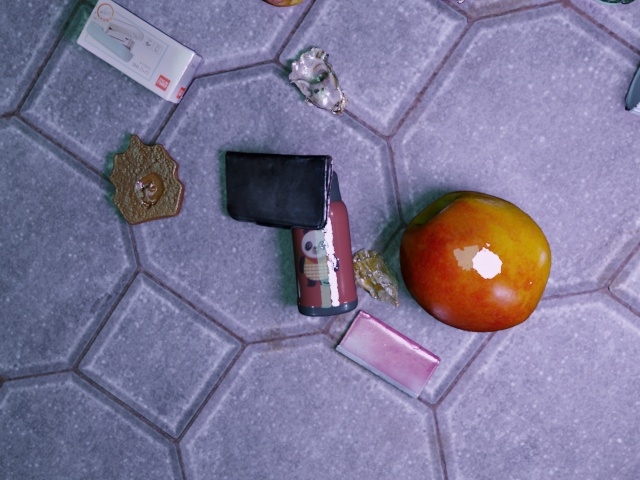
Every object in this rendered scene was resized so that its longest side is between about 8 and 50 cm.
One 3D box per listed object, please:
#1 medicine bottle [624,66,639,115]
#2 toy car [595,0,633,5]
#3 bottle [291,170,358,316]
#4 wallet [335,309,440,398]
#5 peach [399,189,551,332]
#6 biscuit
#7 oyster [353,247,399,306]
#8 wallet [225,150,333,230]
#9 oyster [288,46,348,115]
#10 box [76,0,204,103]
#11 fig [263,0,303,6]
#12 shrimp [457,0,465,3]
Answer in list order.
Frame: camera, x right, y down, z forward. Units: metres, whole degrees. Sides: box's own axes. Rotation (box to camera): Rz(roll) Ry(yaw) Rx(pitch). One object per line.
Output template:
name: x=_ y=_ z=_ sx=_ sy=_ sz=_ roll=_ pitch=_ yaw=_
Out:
medicine bottle: x=0.830 y=-0.290 z=1.352 sx=0.318 sy=0.158 sz=0.158 roll=19 pitch=99 yaw=3
toy car: x=0.535 y=-0.595 z=1.347 sx=0.306 sy=0.125 sz=0.136 roll=14 pitch=91 yaw=-14
bottle: x=0.000 y=0.000 z=1.489 sx=0.144 sy=0.144 sz=0.336 roll=-6 pitch=94 yaw=7
wallet: x=0.165 y=0.276 z=1.560 sx=0.232 sy=0.025 sz=0.119 roll=32 pitch=100 yaw=2
peach: x=0.339 y=0.053 z=1.391 sx=0.332 sy=0.308 sz=0.308 roll=41 pitch=100 yaw=-14
biscuit: x=-0.427 y=-0.153 z=1.566 sx=0.182 sy=0.034 sz=0.215 roll=-11 pitch=94 yaw=7
oyster: x=0.124 y=0.090 z=1.540 sx=0.122 sy=0.045 sz=0.146 roll=-7 pitch=96 yaw=21
wallet: x=-0.100 y=-0.114 z=1.449 sx=0.318 sy=0.045 sz=0.172 roll=7 pitch=99 yaw=40
oyster: x=-0.006 y=-0.358 z=1.486 sx=0.108 sy=0.053 sz=0.165 roll=-29 pitch=86 yaw=-10
box: x=-0.420 y=-0.447 z=1.505 sx=0.269 sy=0.079 sz=0.135 roll=33 pitch=100 yaw=1
fig: x=-0.029 y=-0.617 z=1.427 sx=0.257 sy=0.159 sz=0.159 roll=-20 pitch=95 yaw=-11
shrimp: x=0.368 y=-0.622 z=1.415 sx=0.296 sy=0.058 sz=0.169 roll=-10 pitch=91 yaw=2
